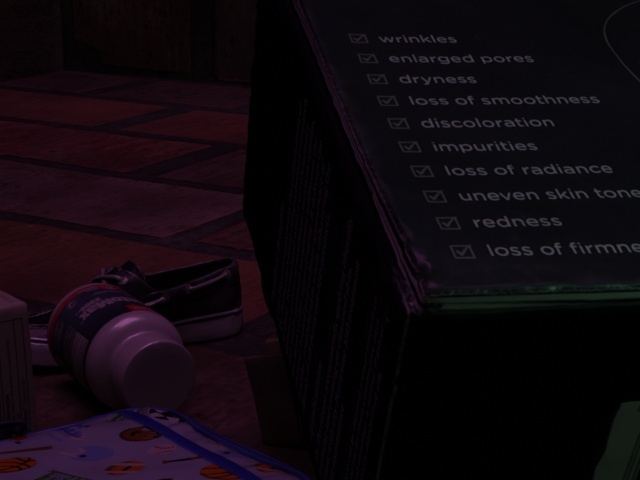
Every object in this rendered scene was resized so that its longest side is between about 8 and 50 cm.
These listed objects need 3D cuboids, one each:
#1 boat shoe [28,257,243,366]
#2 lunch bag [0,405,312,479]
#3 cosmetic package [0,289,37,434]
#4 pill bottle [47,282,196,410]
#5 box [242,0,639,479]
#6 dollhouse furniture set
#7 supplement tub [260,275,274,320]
[{"bbox_3d":[-0.226,0.074,1.573,0.301,0.102,0.108,-8,17,-27],"label":"boat shoe"},{"bbox_3d":[-0.148,0.208,1.032,0.243,0.114,0.303,-10,13,-30],"label":"lunch bag"},{"bbox_3d":[-0.422,0.140,1.243,0.296,0.153,0.129,-10,17,-38],"label":"cosmetic package"},{"bbox_3d":[-0.203,0.116,1.412,0.108,0.107,0.180,-9,18,-30],"label":"pill bottle"},{"bbox_3d":[0.216,-0.004,1.057,0.480,0.297,0.471,-2,39,-13],"label":"box"},{"bbox_3d":[0.083,0.133,1.386,0.259,0.135,0.262,-6,12,22],"label":"dollhouse furniture set"},{"bbox_3d":[0.045,0.028,1.317,0.198,0.106,0.106,-15,20,-24],"label":"supplement tub"}]
